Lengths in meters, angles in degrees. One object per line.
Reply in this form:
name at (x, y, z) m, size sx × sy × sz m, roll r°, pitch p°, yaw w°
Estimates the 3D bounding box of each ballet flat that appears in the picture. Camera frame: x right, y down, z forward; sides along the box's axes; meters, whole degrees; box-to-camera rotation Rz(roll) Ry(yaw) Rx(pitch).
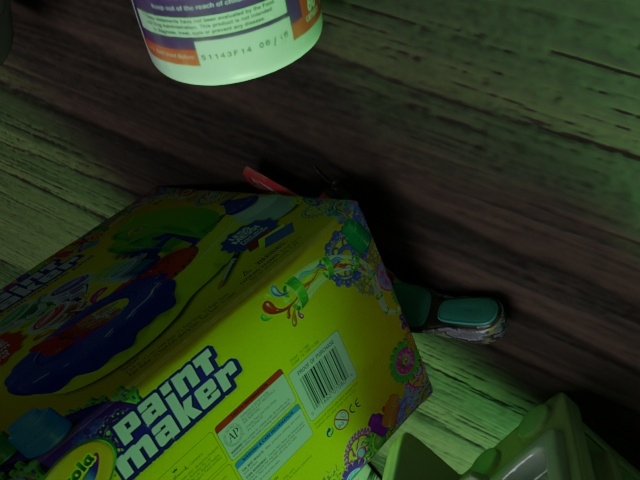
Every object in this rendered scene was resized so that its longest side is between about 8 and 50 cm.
ballet flat at (0.091, 0.060, 0.594) m, size 0.114 × 0.041 × 0.041 m, roll 6°, pitch 132°, yaw 38°

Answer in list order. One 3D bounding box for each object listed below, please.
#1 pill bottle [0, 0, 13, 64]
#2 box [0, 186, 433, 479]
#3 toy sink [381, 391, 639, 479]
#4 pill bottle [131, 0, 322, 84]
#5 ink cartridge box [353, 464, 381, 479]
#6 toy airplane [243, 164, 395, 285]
pill bottle at (-0.288, -0.243, 0.507) m, size 0.160 × 0.160 × 0.283 m, roll 32°, pitch 143°, yaw 10°
box at (-0.128, 0.110, 0.584) m, size 0.279 × 0.290 × 0.177 m, roll 7°, pitch 128°, yaw 48°
toy sink at (0.172, 0.214, 0.556) m, size 0.234 × 0.153 × 0.131 m, roll 41°, pitch 110°, yaw -2°
pill bottle at (-0.064, -0.191, 0.408) m, size 0.108 × 0.108 × 0.194 m, roll 17°, pitch 138°, yaw 29°
ink cartridge box at (0.005, 0.298, 0.881) m, size 0.139 × 0.082 × 0.191 m, roll -19°, pitch 116°, yaw 50°
toy airplane at (0.000, 0.000, 0.617) m, size 0.151 × 0.028 × 0.151 m, roll 29°, pitch 142°, yaw 25°
